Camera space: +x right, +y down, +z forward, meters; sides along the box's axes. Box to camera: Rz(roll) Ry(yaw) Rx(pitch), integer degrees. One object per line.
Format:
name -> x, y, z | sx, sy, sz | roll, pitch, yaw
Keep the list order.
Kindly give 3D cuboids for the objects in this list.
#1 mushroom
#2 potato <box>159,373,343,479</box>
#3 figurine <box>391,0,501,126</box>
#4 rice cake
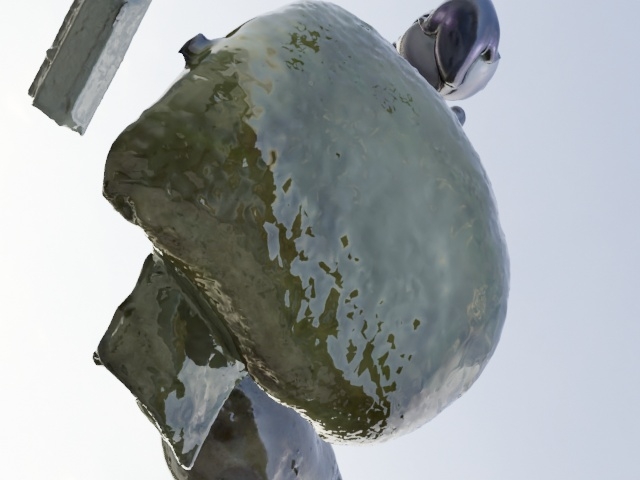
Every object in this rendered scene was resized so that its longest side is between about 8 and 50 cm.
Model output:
mushroom -> 0.004, -0.008, 0.561 | 0.212, 0.292, 0.217 | 36, -31, 31
potato -> -0.063, 0.216, 0.909 | 0.165, 0.165, 0.262 | 25, -39, 44
figurine -> 0.156, -0.231, 1.220 | 0.145, 0.145, 0.222 | 51, -44, 30
rice cake -> -0.164, -0.210, 0.770 | 0.057, 0.052, 0.256 | 31, -81, 6
